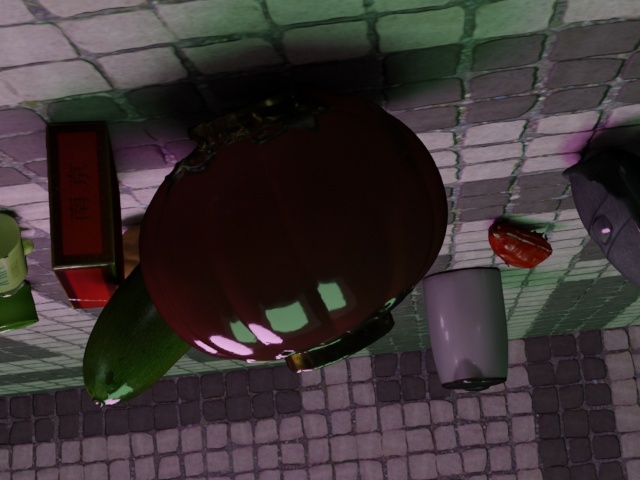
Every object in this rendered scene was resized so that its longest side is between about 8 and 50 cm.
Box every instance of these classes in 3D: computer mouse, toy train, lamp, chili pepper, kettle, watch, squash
[{"bbox_3d":[0.415,-0.017,1.392,0.114,0.203,0.374,-38,159,24],"label":"computer mouse"},{"bbox_3d":[-0.467,0.029,1.440,0.157,0.105,0.253,-17,171,-17],"label":"toy train"},{"bbox_3d":[-0.027,-0.011,1.020,0.303,0.257,0.303,-23,-172,3],"label":"lamp"},{"bbox_3d":[0.314,0.001,1.746,0.088,0.065,0.169,-14,162,28],"label":"chili pepper"},{"bbox_3d":[0.310,0.191,2.178,0.161,0.236,0.221,-10,167,16],"label":"kettle"},{"bbox_3d":[-0.545,0.127,1.774,0.152,0.131,0.165,-10,171,-35],"label":"watch"},{"bbox_3d":[-0.135,0.032,1.193,0.107,0.107,0.395,-19,-158,46],"label":"squash"}]

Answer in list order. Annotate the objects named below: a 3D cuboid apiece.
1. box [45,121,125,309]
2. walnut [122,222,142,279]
[{"bbox_3d":[-0.256,-0.019,1.167,0.074,0.153,0.240,-8,168,-9],"label":"box"},{"bbox_3d":[-0.210,0.040,1.495,0.166,0.149,0.166,15,144,11],"label":"walnut"}]
